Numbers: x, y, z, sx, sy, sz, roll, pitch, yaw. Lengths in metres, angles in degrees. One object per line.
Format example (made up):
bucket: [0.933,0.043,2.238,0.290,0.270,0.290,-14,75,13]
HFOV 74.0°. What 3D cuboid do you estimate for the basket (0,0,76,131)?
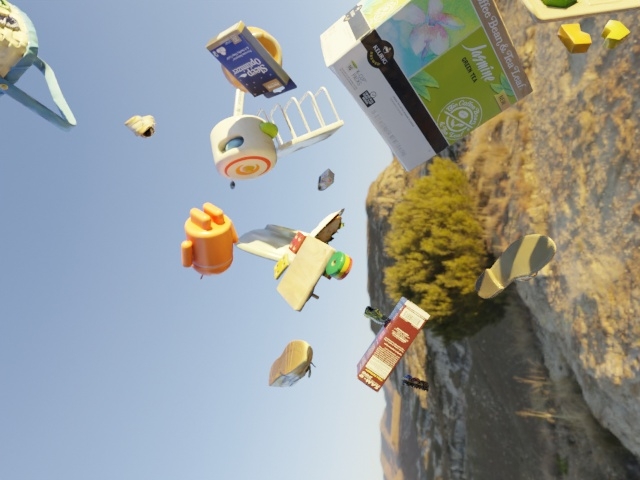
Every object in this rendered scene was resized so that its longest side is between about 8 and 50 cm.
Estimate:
basket: [-0.656,-0.371,0.870,0.255,0.201,0.289,52,-179,24]

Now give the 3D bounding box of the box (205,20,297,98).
box: [-0.179,-0.463,1.137,0.225,0.136,0.037,38,-118,-40]

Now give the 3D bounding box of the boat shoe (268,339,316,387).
boat shoe: [-0.079,0.389,1.324,0.285,0.089,0.105,130,153,-51]

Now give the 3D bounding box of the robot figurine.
robot figurine: [-0.307,0.007,1.192,0.158,0.128,0.220,-86,0,-56]

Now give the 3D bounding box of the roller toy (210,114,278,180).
roller toy: [-0.234,-0.274,1.307,0.209,0.191,0.146,-42,59,59]

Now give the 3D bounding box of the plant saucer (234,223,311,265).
plant saucer: [-0.094,0.016,1.467,0.400,0.400,0.101,-1,-74,-77]

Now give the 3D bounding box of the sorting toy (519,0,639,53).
sorting toy: [0.488,-0.460,0.794,0.041,0.228,0.307,87,178,-55]

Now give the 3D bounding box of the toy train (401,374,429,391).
toy train: [0.315,0.469,1.399,0.158,0.027,0.036,30,-109,-42]

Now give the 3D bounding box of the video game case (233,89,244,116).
video game case: [-0.365,-0.510,1.846,0.329,0.036,0.300,126,148,-64]

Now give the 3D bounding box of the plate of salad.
plate of salad: [0.000,0.000,1.058,0.200,0.048,0.200,-48,-4,-4]

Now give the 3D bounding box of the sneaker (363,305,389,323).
sneaker: [0.164,0.218,1.244,0.031,0.083,0.035,-33,-47,-54]

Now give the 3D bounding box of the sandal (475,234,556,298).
sandal: [0.481,0.062,1.025,0.240,0.079,0.088,-55,47,46]

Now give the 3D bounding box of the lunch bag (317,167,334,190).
lunch bag: [0.017,-0.256,1.811,0.053,0.083,0.071,38,-147,-23]

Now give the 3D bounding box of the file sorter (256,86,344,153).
file sorter: [-0.089,-0.452,1.644,0.173,0.277,0.193,66,164,-5]

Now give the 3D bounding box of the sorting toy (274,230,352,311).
sorting toy: [-0.022,0.065,0.839,0.132,0.046,0.274,-60,24,-1]

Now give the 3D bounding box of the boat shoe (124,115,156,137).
boat shoe: [-0.531,-0.336,1.278,0.059,0.063,0.170,56,-172,-14]

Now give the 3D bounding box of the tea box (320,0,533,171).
tea box: [0.227,-0.399,0.952,0.329,0.323,0.220,42,-155,-33]

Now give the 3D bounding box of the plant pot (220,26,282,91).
plant pot: [-0.208,-0.588,1.374,0.188,0.205,0.205,-144,50,-64]

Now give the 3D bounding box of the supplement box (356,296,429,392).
supplement box: [0.189,0.273,1.138,0.239,0.073,0.130,-56,-6,1]

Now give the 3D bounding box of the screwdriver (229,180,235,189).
screwdriver: [-0.367,-0.256,1.777,0.170,0.024,0.025,120,151,-66]
